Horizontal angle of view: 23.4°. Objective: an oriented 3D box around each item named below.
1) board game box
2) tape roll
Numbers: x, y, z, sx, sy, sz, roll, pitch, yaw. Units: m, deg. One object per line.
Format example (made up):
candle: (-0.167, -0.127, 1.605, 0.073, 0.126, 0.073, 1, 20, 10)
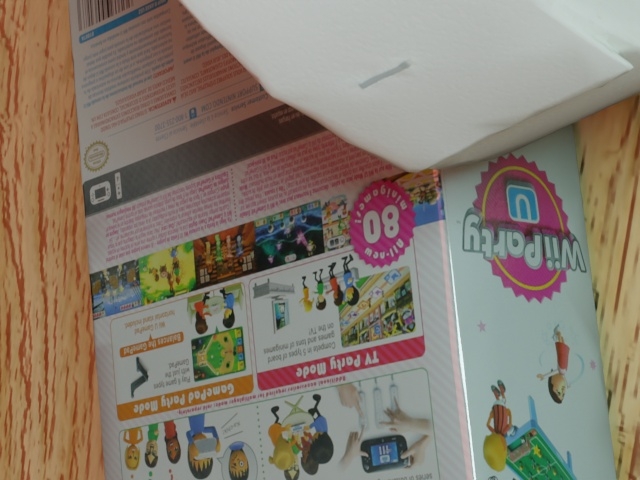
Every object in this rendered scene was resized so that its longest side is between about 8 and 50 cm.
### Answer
board game box: (0.000, 0.000, 0.685, 0.224, 0.097, 0.303, -16, 74, 43)
tape roll: (0.040, -0.171, 0.533, 0.100, 0.286, 0.286, -24, 70, 39)
